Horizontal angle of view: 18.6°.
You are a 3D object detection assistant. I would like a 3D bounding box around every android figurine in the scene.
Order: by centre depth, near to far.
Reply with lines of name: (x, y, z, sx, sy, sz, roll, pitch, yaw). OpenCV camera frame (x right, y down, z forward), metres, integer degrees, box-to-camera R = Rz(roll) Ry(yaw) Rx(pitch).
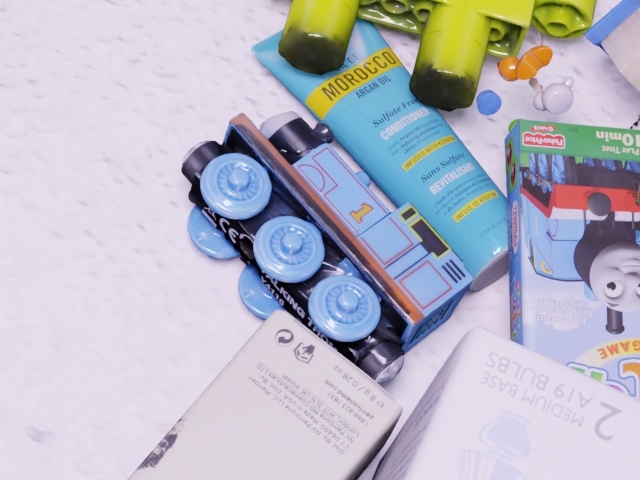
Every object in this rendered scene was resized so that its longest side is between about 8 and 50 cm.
android figurine: (0.064, -0.213, 1.244, 0.248, 0.056, 0.272, 14, 60, -2)

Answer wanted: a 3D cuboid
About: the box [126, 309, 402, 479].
box: (-0.078, 0.176, 1.067, 0.094, 0.113, 0.275, 39, 69, 8)

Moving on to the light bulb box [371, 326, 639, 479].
light bulb box: (0.142, 0.298, 0.948, 0.358, 0.225, 0.361, 24, 64, 2)

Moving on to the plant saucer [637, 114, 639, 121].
plant saucer: (0.285, 0.049, 1.192, 0.258, 0.048, 0.259, 24, 70, 2)

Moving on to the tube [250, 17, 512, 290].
tube: (0.049, -0.062, 1.206, 0.080, 0.052, 0.207, -30, 71, -28)

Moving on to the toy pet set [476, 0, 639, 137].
toy pet set: (0.165, -0.102, 1.201, 0.114, 0.122, 0.065, -42, 34, 15)

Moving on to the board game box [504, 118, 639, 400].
board game box: (0.189, 0.038, 1.135, 0.160, 0.039, 0.211, 4, 70, -9)

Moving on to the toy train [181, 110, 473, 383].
toy train: (0.000, 0.000, 1.161, 0.105, 0.080, 0.184, -35, 75, -26)
